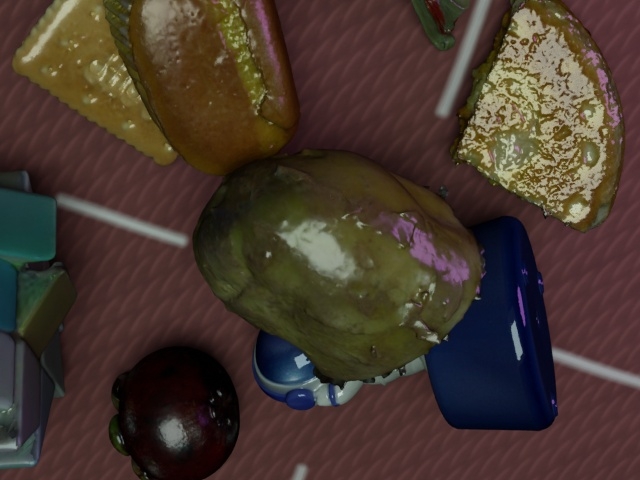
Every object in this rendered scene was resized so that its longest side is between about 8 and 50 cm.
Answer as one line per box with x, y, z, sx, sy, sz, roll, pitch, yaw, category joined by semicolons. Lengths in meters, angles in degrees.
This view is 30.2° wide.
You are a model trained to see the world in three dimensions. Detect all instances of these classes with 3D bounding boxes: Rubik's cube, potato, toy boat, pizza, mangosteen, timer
-0.479;0.110;1.421;0.358;0.368;0.387;-4;64;1;Rubik's cube
0.000;0.000;1.367;0.288;0.301;0.237;-33;138;16;potato
0.137;-0.326;1.470;0.089;0.071;0.185;-37;108;-36;toy boat
0.269;-0.157;1.511;0.226;0.086;0.336;-18;103;7;pizza
-0.201;0.235;1.565;0.199;0.200;0.200;-1;105;-2;mangosteen
0.094;0.131;1.518;0.383;0.270;0.270;-11;106;14;timer

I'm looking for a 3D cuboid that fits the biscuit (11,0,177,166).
-0.238;-0.208;1.462;0.249;0.030;0.160;35;99;-33;biscuit

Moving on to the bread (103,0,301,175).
-0.124;-0.219;1.399;0.204;0.156;0.288;-26;119;-15;bread
